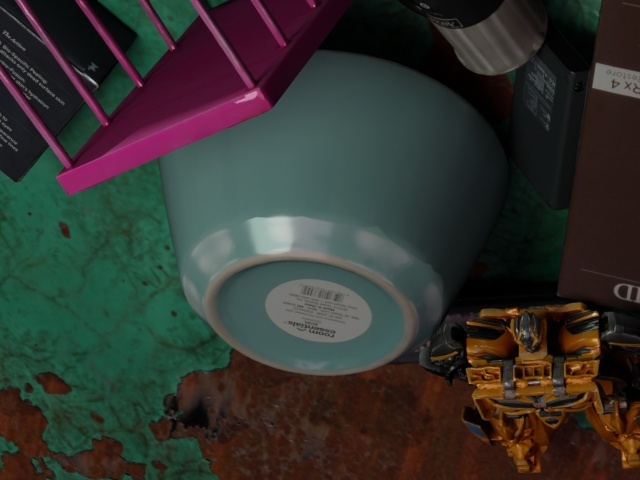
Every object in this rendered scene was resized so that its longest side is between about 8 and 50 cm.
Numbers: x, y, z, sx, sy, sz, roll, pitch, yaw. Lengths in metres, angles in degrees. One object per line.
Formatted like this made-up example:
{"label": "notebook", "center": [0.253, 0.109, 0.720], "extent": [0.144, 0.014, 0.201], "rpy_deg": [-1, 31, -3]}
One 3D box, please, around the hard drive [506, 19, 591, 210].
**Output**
{"label": "hard drive", "center": [0.186, -0.105, 1.510], "extent": [0.022, 0.094, 0.135], "rpy_deg": [-10, 129, -18]}

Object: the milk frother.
{"label": "milk frother", "center": [0.124, -0.230, 1.446], "extent": [0.129, 0.143, 0.135], "rpy_deg": [42, -179, 34]}

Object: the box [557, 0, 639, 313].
{"label": "box", "center": [0.305, -0.120, 1.419], "extent": [0.191, 0.143, 0.381], "rpy_deg": [12, 129, 13]}

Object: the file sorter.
{"label": "file sorter", "center": [-0.111, -0.209, 1.425], "extent": [0.202, 0.291, 0.182], "rpy_deg": [-21, 112, 32]}

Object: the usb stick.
{"label": "usb stick", "center": [0.120, 0.079, 1.696], "extent": [0.278, 0.045, 0.077], "rpy_deg": [-5, 121, 24]}

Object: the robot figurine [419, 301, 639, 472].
{"label": "robot figurine", "center": [0.205, 0.129, 1.580], "extent": [0.211, 0.085, 0.291], "rpy_deg": [-5, 159, 16]}

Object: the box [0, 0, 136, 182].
{"label": "box", "center": [-0.279, -0.165, 1.650], "extent": [0.156, 0.093, 0.158], "rpy_deg": [40, 130, -9]}

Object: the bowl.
{"label": "bowl", "center": [0.000, 0.000, 1.551], "extent": [0.311, 0.163, 0.312], "rpy_deg": [6, 143, 5]}
